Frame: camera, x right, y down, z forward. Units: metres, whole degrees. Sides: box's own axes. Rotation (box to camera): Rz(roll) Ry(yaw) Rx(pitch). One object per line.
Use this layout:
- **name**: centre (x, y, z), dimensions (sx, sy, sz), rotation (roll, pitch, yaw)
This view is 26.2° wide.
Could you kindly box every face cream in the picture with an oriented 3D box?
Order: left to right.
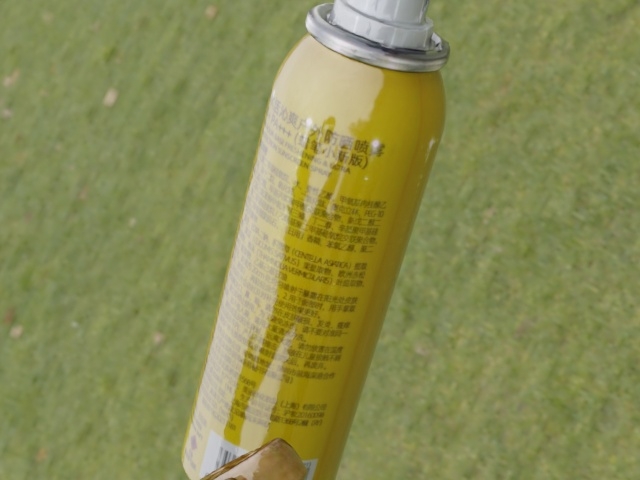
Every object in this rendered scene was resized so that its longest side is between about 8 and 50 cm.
- **face cream**: centre (0.000, 0.000, 0.828), dimensions (0.105, 0.105, 0.349), rotation (-114, 35, -59)

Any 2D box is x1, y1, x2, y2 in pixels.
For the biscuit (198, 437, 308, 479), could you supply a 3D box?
- **biscuit**: centre (-0.142, 0.187, 0.656), dimensions (0.295, 0.044, 0.186), rotation (-31, -5, 14)
